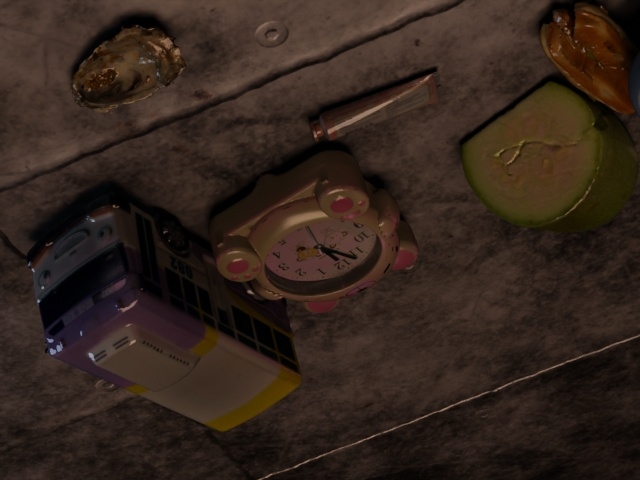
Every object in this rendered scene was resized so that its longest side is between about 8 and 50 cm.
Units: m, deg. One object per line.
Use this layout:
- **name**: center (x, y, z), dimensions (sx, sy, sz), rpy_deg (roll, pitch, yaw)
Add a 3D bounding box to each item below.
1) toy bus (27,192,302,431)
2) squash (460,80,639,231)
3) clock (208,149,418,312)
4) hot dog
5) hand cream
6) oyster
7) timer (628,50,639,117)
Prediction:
- **toy bus**: center (-0.246, 0.131, 1.924), dimensions (0.209, 0.249, 0.440), rpy_deg (-32, 139, 21)
- **squash**: center (0.414, -0.122, 1.983), dimensions (0.234, 0.210, 0.309), rpy_deg (-38, 165, 25)
- **clock**: center (0.000, 0.000, 1.956), dimensions (0.284, 0.114, 0.309), rpy_deg (-32, 140, 18)
- **hot dog**: center (0.424, -0.272, 1.791), dimensions (0.109, 0.072, 0.269), rpy_deg (-33, 137, 25)
- **hand cream**: center (0.084, -0.201, 1.796), dimensions (0.210, 0.043, 0.067), rpy_deg (-20, 144, -2)
- **oyster**: center (-0.270, -0.232, 1.624), dimensions (0.177, 0.056, 0.105), rpy_deg (-38, 125, 25)
- **timer**: center (0.542, -0.266, 1.740), dimensions (0.175, 0.255, 0.175), rpy_deg (16, 146, 11)
